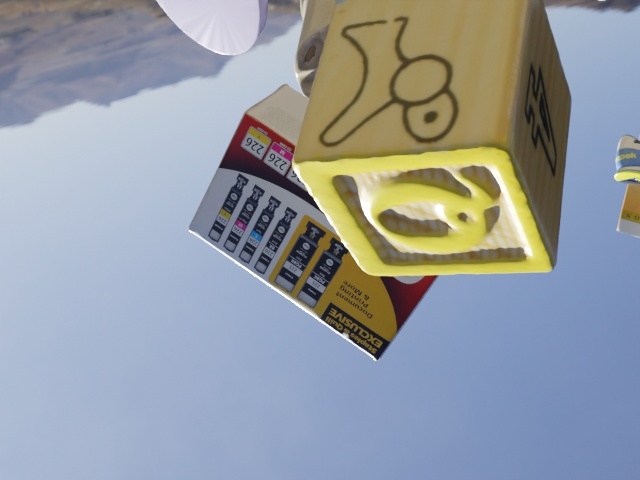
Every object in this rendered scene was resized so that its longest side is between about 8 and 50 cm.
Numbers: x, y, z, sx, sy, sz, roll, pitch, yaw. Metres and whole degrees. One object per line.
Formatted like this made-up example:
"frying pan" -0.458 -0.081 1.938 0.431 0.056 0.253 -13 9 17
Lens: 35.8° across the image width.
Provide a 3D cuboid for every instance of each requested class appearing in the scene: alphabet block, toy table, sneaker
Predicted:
"alphabet block" 0.109 -0.099 0.883 0.192 0.193 0.197 -3 -124 28
"toy table" -0.141 -0.411 1.336 0.252 0.274 0.161 10 -129 21
"sneaker" 0.435 -0.102 1.256 0.144 0.059 0.053 4 165 -27

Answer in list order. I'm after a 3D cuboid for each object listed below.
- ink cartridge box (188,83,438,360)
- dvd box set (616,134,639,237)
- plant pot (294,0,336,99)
"ink cartridge box" 0.000 0.000 1.306 0.272 0.309 0.130 -60 173 34
"dvd box set" 0.602 -0.169 1.353 0.307 0.421 0.062 20 -156 29
"plant pot" 0.085 -0.419 2.056 0.333 0.334 0.306 -10 -146 24
